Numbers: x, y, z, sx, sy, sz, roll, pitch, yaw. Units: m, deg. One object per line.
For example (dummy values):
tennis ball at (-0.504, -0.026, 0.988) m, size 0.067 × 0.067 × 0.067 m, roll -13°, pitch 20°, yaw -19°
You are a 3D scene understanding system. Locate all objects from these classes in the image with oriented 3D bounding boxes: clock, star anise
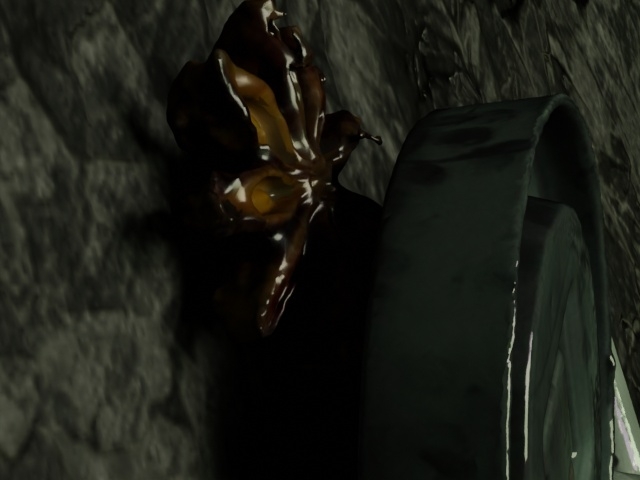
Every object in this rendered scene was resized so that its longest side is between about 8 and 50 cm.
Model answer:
clock at (0.084, 0.093, 0.870) m, size 0.319 × 0.066 × 0.318 m, roll -1°, pitch 90°, yaw -75°
star anise at (0.003, 0.001, 0.846) m, size 0.234 × 0.073 × 0.177 m, roll 45°, pitch 36°, yaw -36°

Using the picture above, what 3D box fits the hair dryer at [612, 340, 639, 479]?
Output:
hair dryer at (0.168, 0.094, 1.147) m, size 0.131 × 0.073 × 0.236 m, roll 21°, pitch 54°, yaw -58°
